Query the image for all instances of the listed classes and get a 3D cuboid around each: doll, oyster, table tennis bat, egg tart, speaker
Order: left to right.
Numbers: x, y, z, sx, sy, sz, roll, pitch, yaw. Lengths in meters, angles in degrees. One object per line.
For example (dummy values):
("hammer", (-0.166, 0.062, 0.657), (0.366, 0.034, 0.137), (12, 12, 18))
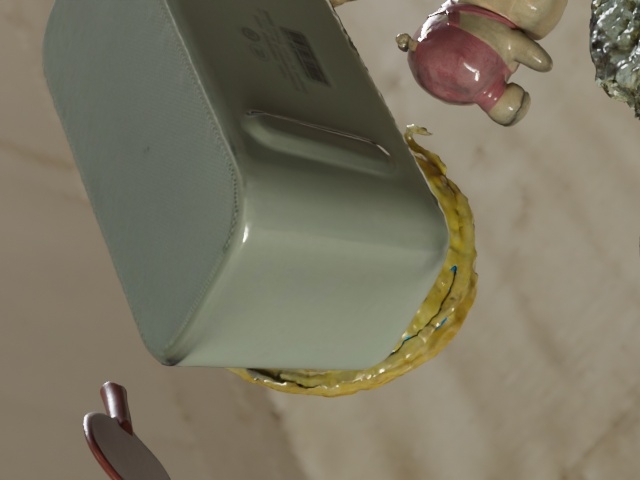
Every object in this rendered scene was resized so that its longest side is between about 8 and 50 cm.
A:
("table tennis bat", (-0.148, 0.155, 1.505), (0.098, 0.019, 0.154), (42, -169, -29))
("speaker", (-0.065, -0.082, 1.503), (0.184, 0.183, 0.406), (9, -143, -32))
("egg tart", (0.000, 0.000, 2.328), (0.388, 0.388, 0.169), (52, 169, 33))
("doll", (0.207, -0.267, 2.257), (0.196, 0.256, 0.152), (24, 180, 23))
("oyster", (0.292, -0.185, 1.840), (0.064, 0.125, 0.177), (10, -155, -24))

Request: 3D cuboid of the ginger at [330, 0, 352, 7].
("ginger", (0.107, -0.329, 2.090), (0.080, 0.333, 0.166), (58, -160, -13))
